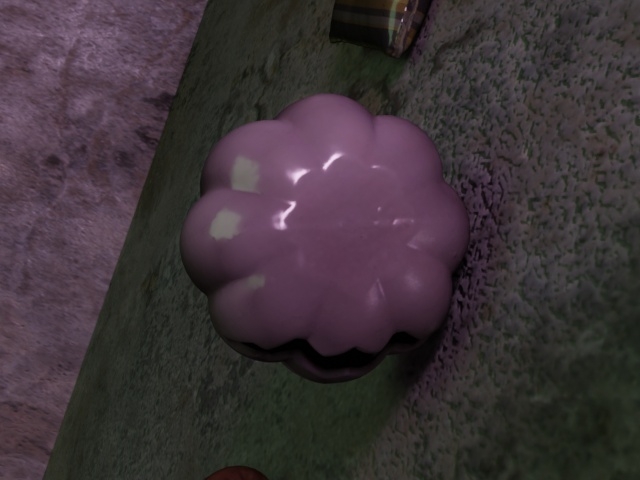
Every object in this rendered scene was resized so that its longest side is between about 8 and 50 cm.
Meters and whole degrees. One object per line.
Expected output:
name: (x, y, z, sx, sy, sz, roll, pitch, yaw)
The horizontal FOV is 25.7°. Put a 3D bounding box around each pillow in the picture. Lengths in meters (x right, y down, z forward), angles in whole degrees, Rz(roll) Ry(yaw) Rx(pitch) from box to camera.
pillow: (0.071, -0.263, 1.199, 0.208, 0.052, 0.212, -140, 67, -72)

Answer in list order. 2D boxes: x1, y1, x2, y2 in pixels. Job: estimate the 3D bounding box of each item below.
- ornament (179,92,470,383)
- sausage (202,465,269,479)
ornament: (0.001, 0.000, 0.872, 0.177, 0.178, 0.177, -161, 90, -76)
sausage: (-0.083, 0.220, 1.115, 0.154, 0.062, 0.062, 134, 152, -59)
